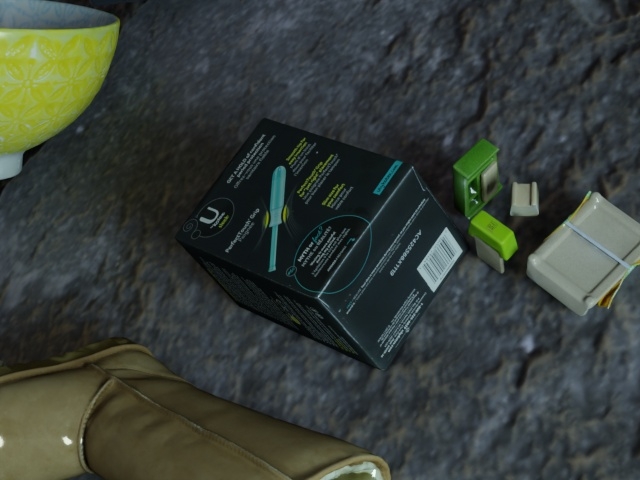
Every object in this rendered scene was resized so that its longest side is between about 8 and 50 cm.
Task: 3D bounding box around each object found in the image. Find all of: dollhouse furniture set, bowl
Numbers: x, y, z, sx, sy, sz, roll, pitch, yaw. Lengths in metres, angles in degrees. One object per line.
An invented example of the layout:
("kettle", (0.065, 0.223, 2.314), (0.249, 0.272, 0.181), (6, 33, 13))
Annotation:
("dollhouse furniture set", (0.156, -0.004, 0.936), (0.076, 0.058, 0.151), (-44, 63, -15))
("bowl", (-0.337, -0.142, 1.260), (0.289, 0.289, 0.156), (18, 109, 42))

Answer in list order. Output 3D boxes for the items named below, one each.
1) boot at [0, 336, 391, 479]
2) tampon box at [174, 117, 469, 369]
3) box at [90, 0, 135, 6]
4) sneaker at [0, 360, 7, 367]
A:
("boot", (-0.128, 0.155, 0.896), (0.236, 0.089, 0.269), (-27, 33, -35))
("tampon box", (0.000, 0.000, 0.980), (0.161, 0.101, 0.120), (22, 69, 44))
("box", (-0.175, -0.366, 1.266), (0.163, 0.247, 0.142), (-5, 51, 11))
("sneaker", (-0.311, 0.230, 1.018), (0.146, 0.102, 0.293), (-25, 42, 24))
